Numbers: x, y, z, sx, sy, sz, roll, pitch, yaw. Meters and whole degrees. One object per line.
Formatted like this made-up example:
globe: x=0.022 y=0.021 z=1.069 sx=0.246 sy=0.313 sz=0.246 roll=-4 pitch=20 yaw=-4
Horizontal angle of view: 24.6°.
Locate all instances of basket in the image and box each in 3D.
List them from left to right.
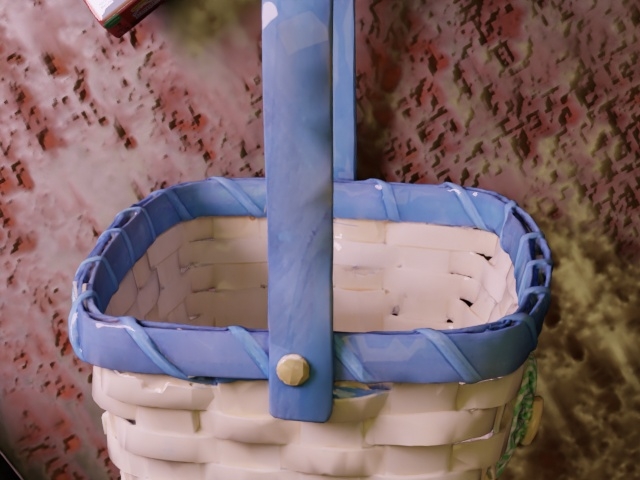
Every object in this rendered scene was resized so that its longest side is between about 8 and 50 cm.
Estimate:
basket: x=0.000 y=0.000 z=0.644 sx=0.201 sy=0.255 sz=0.288 roll=-2 pitch=110 yaw=6

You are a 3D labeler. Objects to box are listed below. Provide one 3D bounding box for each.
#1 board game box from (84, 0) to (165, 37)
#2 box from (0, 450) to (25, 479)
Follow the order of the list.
board game box: x=-0.035 y=-0.243 z=0.730 sx=0.281 sy=0.027 sz=0.145 roll=-38 pitch=77 yaw=5
box: x=-0.152 y=0.202 z=0.653 sx=0.079 sy=0.257 sz=0.322 roll=-39 pitch=89 yaw=6
